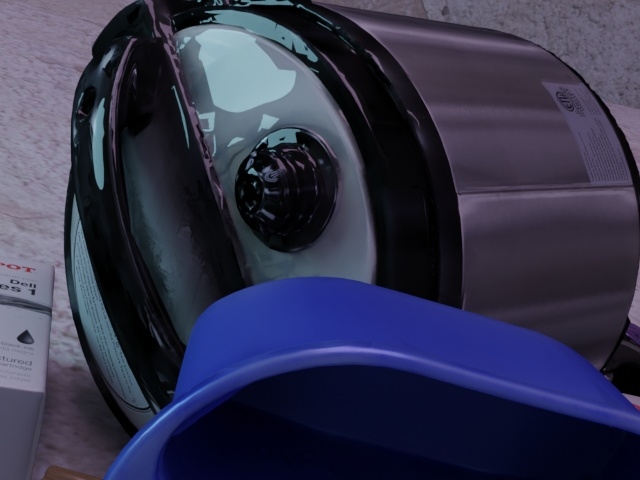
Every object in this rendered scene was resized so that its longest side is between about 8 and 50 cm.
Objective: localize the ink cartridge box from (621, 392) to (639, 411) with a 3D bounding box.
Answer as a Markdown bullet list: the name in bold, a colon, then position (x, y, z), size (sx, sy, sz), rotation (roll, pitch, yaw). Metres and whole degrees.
- **ink cartridge box**: position (0.294, 0.242, 0.788), size (0.226, 0.131, 0.306), rotation (13, 20, -4)

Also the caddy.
- **caddy**: position (0.049, 0.163, 0.591), size (0.341, 0.241, 0.179), rotation (16, 17, -13)

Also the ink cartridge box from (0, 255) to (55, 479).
- **ink cartridge box**: position (-0.284, 0.085, 0.845), size (0.160, 0.093, 0.219), rotation (10, 20, -16)

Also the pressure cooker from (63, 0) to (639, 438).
- **pressure cooker**: position (0.003, -0.004, 0.880), size (0.370, 0.376, 0.420), rotation (31, 23, 36)

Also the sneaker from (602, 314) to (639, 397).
- **sneaker**: position (0.232, 0.112, 1.143), size (0.283, 0.107, 0.124), rotation (9, 23, -18)

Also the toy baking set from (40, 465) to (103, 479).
- **toy baking set**: position (-0.104, 0.221, 0.707), size (0.256, 0.030, 0.196), rotation (25, 24, 26)
